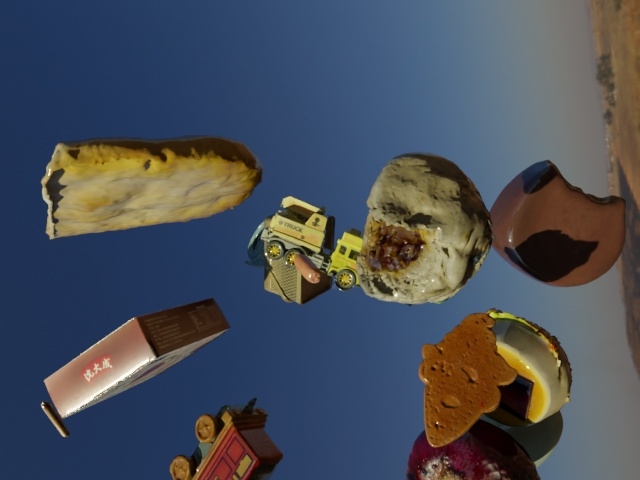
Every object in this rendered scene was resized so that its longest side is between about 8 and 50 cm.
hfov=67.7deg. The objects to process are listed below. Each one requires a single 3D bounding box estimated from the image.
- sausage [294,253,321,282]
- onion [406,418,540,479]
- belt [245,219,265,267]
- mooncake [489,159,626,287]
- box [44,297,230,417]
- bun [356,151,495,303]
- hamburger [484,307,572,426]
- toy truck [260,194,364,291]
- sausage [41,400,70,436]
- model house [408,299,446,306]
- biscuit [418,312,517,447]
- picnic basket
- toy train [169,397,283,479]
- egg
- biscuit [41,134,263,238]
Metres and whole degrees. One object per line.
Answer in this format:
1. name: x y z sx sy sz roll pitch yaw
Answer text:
1. sausage: -0.025 0.056 0.951 0.034 0.083 0.034 -13 -60 -23
2. onion: 0.386 0.580 1.194 0.282 0.337 0.260 23 -113 -39
3. belt: -0.191 0.008 1.706 0.082 0.163 0.147 25 -127 -31
4. mooncake: 0.600 -0.045 1.239 0.174 0.326 0.333 -100 2 -79
5. box: -0.502 0.320 1.375 0.122 0.344 0.385 59 -165 8
6. bun: 0.193 -0.011 0.838 0.281 0.205 0.281 -54 -21 -32
7. hamburger: 0.506 0.334 1.246 0.179 0.276 0.294 -18 -64 -37
8. toy truck: 0.000 0.000 1.161 0.124 0.272 0.157 -50 -19 -76
9. sausage: -0.480 0.325 0.866 0.015 0.015 0.100 -56 -38 -48
10. model house: 0.299 0.124 1.675 0.184 0.291 0.253 37 -138 -26
11. biscuit: 0.276 0.269 0.931 0.280 0.183 0.043 -64 -27 -17
12. picnic basket: -0.061 0.039 1.393 0.165 0.139 0.266 -24 -56 -48
13. toy train: -0.253 0.606 1.307 0.163 0.232 0.369 25 -81 -52
14. egg: 0.552 0.590 1.437 0.230 0.371 0.230 34 -153 -20
15. biscuit: -0.331 -0.112 0.948 0.446 0.429 0.104 -11 -100 -23
